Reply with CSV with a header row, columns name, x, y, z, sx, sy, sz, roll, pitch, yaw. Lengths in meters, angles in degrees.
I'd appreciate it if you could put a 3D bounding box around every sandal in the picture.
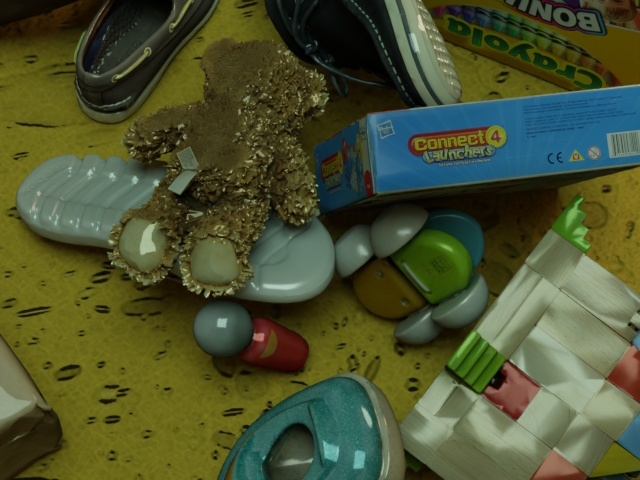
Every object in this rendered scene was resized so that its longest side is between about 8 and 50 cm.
name,x,y,z,sx,sy,sz,roll,pitch,yaw
sandal,-0.165,-0.008,1.825,0.416,0.102,0.169,18,52,22

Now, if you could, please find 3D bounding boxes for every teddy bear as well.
name,x,y,z,sx,sy,sz,roll,pitch,yaw
teddy bear,-0.112,-0.075,1.753,0.245,0.113,0.338,-7,53,13

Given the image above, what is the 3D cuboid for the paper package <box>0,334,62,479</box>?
name,x,y,z,sx,sy,sz,roll,pitch,yaw
paper package,-0.503,0.168,1.701,0.309,0.168,0.325,-34,71,-15

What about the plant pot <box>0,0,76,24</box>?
name,x,y,z,sx,sy,sz,roll,pitch,yaw
plant pot,-0.391,-0.362,1.914,0.230,0.215,0.215,-27,63,27

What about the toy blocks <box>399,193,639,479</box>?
name,x,y,z,sx,sy,sz,roll,pitch,yaw
toy blocks,0.266,0.182,1.678,0.261,0.191,0.381,37,86,7

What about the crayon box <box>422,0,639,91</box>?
name,x,y,z,sx,sy,sz,roll,pitch,yaw
crayon box,0.274,-0.325,1.844,0.363,0.313,0.106,23,64,11

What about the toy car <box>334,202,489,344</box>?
name,x,y,z,sx,sy,sz,roll,pitch,yaw
toy car,0.118,0.021,1.767,0.159,0.182,0.136,48,54,-9

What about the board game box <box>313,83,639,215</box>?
name,x,y,z,sx,sy,sz,roll,pitch,yaw
board game box,0.170,-0.097,1.724,0.308,0.302,0.086,-7,88,-11

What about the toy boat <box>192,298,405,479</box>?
name,x,y,z,sx,sy,sz,roll,pitch,yaw
toy boat,-0.050,0.204,1.666,0.267,0.148,0.318,-43,45,26

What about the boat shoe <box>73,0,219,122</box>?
name,x,y,z,sx,sy,sz,roll,pitch,yaw
boat shoe,-0.213,-0.302,1.952,0.116,0.097,0.324,25,68,11

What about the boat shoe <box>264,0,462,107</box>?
name,x,y,z,sx,sy,sz,roll,pitch,yaw
boat shoe,0.029,-0.269,1.821,0.156,0.187,0.500,-32,37,0

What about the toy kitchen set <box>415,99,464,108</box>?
name,x,y,z,sx,sy,sz,roll,pitch,yaw
toy kitchen set,0.158,-0.151,1.925,0.068,0.075,0.083,-54,33,16

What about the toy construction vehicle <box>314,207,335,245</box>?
name,x,y,z,sx,sy,sz,roll,pitch,yaw
toy construction vehicle,0.000,0.000,1.848,0.098,0.035,0.086,-18,67,-8

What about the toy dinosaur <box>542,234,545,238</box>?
name,x,y,z,sx,sy,sz,roll,pitch,yaw
toy dinosaur,0.309,0.083,1.812,0.183,0.053,0.092,38,56,8
